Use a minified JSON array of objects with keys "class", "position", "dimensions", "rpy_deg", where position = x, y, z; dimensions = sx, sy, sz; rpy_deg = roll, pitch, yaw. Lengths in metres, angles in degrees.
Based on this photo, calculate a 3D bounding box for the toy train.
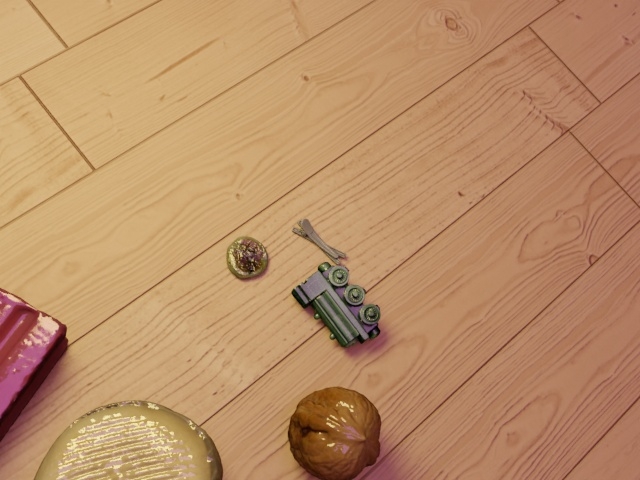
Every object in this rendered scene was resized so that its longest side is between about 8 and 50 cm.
[{"class":"toy train","position":[0.034,0.124,1.412],"dimensions":[0.111,0.071,0.170],"rpy_deg":[-36,82,-12]}]

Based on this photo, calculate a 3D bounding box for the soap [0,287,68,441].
[{"class":"soap","position":[-0.595,0.237,1.195],"dimensions":[0.233,0.128,0.359],"rpy_deg":[32,67,-1]}]

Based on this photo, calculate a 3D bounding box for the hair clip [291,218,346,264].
[{"class":"hair clip","position":[-0.001,0.001,1.465],"dimensions":[0.115,0.039,0.030],"rpy_deg":[38,72,1]}]

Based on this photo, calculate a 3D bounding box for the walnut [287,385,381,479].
[{"class":"walnut","position":[0.028,0.323,1.273],"dimensions":[0.155,0.184,0.155],"rpy_deg":[4,81,-23]}]

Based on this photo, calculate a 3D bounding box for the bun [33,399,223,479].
[{"class":"bun","position":[-0.300,0.394,1.190],"dimensions":[0.287,0.146,0.287],"rpy_deg":[6,54,-9]}]

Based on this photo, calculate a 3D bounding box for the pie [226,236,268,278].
[{"class":"pie","position":[-0.139,0.031,1.433],"dimensions":[0.085,0.017,0.085],"rpy_deg":[4,69,-12]}]
